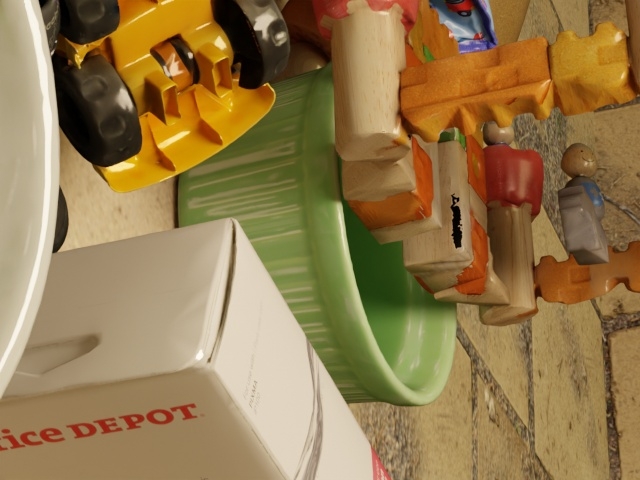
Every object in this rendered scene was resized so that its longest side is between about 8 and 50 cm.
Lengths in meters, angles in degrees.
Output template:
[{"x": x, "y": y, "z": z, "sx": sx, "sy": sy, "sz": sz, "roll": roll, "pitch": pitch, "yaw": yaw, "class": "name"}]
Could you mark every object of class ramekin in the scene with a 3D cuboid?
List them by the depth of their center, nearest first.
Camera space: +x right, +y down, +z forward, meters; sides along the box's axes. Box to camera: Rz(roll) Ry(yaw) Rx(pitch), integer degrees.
[{"x": 0.000, "y": 0.000, "z": 1.379, "sx": 0.303, "sy": 0.148, "sz": 0.303, "roll": -10, "pitch": 90, "yaw": -70, "class": "ramekin"}]

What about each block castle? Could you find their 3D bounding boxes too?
[{"x": 0.193, "y": -0.109, "z": 1.295, "sx": 0.453, "sy": 0.303, "sz": 0.212, "roll": 45, "pitch": 39, "yaw": -59, "class": "block castle"}]

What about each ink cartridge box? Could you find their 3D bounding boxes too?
[{"x": -0.092, "y": 0.132, "z": 0.975, "sx": 0.117, "sy": 0.207, "sz": 0.283, "roll": -82, "pitch": 154, "yaw": -43, "class": "ink cartridge box"}]

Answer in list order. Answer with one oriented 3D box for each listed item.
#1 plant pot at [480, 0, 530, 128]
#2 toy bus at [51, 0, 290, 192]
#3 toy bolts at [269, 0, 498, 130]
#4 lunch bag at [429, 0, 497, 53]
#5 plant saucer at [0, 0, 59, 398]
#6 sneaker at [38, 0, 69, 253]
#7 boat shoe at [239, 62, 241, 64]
[{"x": 0.124, "y": -0.244, "z": 1.774, "sx": 0.237, "sy": 0.237, "sz": 0.254, "roll": 1, "pitch": 93, "yaw": -70, "class": "plant pot"}, {"x": -0.138, "y": -0.177, "z": 1.039, "sx": 0.211, "sy": 0.149, "sz": 0.220, "roll": 42, "pitch": -29, "yaw": 35, "class": "toy bus"}, {"x": 0.055, "y": -0.142, "z": 1.595, "sx": 0.158, "sy": 0.228, "sz": 0.218, "roll": -54, "pitch": 174, "yaw": -18, "class": "toy bolts"}, {"x": 0.046, "y": -0.310, "z": 1.377, "sx": 0.293, "sy": 0.138, "sz": 0.221, "roll": 71, "pitch": 0, "yaw": -60, "class": "lunch bag"}, {"x": -0.271, "y": -0.063, "z": 0.700, "sx": 0.400, "sy": 0.101, "sz": 0.400, "roll": 21, "pitch": 66, "yaw": -60, "class": "plant saucer"}, {"x": -0.195, "y": -0.091, "z": 0.926, "sx": 0.107, "sy": 0.124, "sz": 0.283, "roll": -80, "pitch": 152, "yaw": -43, "class": "sneaker"}, {"x": -0.082, "y": -0.202, "z": 1.416, "sx": 0.049, "sy": 0.042, "sz": 0.133, "roll": 22, "pitch": 59, "yaw": -65, "class": "boat shoe"}]
